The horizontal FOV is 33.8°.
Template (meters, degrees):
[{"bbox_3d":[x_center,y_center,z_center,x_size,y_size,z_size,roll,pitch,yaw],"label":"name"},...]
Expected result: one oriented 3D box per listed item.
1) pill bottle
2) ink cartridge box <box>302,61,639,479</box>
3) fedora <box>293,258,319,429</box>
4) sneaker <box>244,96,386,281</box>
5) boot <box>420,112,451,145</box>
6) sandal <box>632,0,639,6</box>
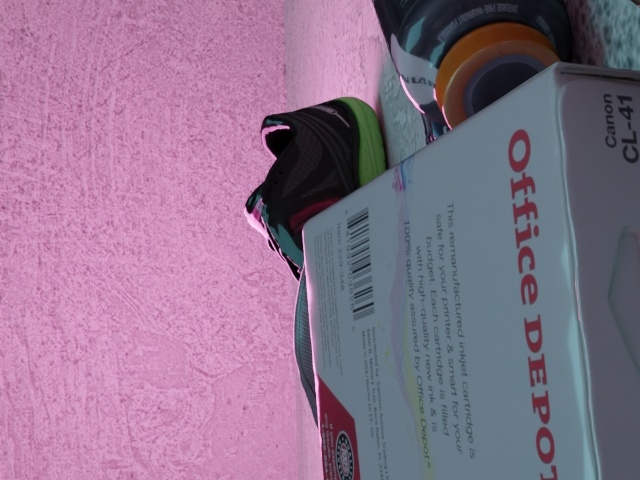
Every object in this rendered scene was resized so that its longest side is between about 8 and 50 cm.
[{"bbox_3d":[0.111,-0.170,0.805,0.245,0.130,0.130,-100,11,-51],"label":"pill bottle"},{"bbox_3d":[0.108,0.061,0.608,0.306,0.131,0.226,153,116,-63],"label":"ink cartridge box"},{"bbox_3d":[0.047,0.083,0.916,0.243,0.124,0.275,-62,-32,-74],"label":"fedora"},{"bbox_3d":[0.000,0.000,1.425,0.185,0.202,0.482,95,170,-46],"label":"sneaker"},{"bbox_3d":[0.132,-0.064,0.838,0.190,0.086,0.069,-100,11,-49],"label":"boot"},{"bbox_3d":[0.160,-0.177,0.529,0.086,0.120,0.302,-50,22,26],"label":"sandal"}]
